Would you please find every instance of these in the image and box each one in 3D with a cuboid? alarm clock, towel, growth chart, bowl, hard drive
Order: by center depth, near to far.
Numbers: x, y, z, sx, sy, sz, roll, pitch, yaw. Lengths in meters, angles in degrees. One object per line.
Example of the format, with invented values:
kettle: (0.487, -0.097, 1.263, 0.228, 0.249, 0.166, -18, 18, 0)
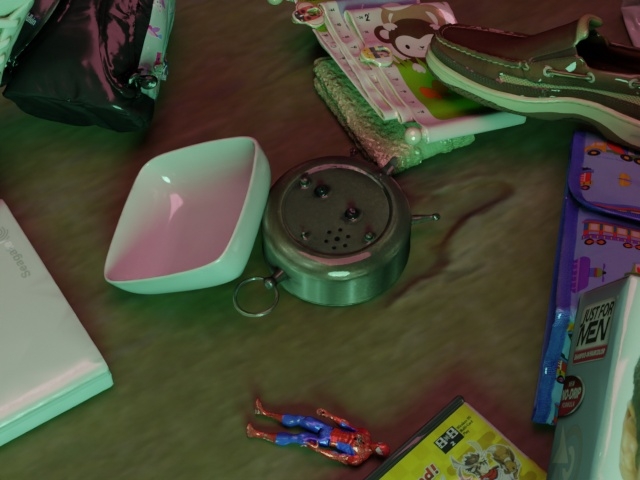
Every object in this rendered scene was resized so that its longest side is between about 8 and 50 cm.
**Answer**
hard drive: (-0.353, 0.110, 1.248, 0.307, 0.040, 0.203, -28, 61, -16)
bowl: (-0.104, -0.014, 1.295, 0.142, 0.053, 0.142, -10, 51, 35)
alarm clock: (0.000, 0.000, 1.308, 0.129, 0.064, 0.192, 39, 68, 23)
towel: (0.066, -0.129, 1.410, 0.110, 0.027, 0.148, -23, 59, -13)
growth chart: (0.082, -0.174, 1.410, 0.172, 0.021, 0.237, -22, 58, -32)

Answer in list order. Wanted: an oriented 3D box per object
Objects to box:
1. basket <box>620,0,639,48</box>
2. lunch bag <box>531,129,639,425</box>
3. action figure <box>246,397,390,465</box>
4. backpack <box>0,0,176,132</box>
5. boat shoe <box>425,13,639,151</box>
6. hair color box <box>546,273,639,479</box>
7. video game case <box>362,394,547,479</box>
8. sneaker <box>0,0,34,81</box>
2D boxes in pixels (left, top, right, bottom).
basket: (0.357, -0.194, 1.400, 0.103, 0.113, 0.167, -10, 57, -9)
lunch bag: (0.306, 0.021, 1.269, 0.221, 0.138, 0.293, 9, 45, 6)
action figure: (0.000, 0.155, 1.223, 0.115, 0.030, 0.038, 14, 53, 7)
backpack: (-0.202, -0.196, 1.396, 0.152, 0.115, 0.182, 11, 74, 6)
boat shoe: (0.220, -0.158, 1.333, 0.257, 0.095, 0.095, 18, 35, 12)
hair color box: (0.244, 0.228, 1.023, 0.185, 0.113, 0.374, 13, 80, -5)
video game case: (0.098, 0.283, 1.132, 0.275, 0.035, 0.248, -39, 64, -21)
sneaker: (-0.299, -0.135, 1.293, 0.106, 0.290, 0.123, -6, 58, -43)
